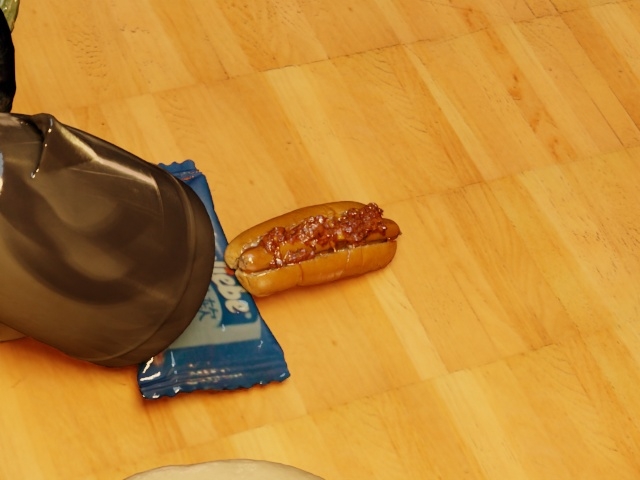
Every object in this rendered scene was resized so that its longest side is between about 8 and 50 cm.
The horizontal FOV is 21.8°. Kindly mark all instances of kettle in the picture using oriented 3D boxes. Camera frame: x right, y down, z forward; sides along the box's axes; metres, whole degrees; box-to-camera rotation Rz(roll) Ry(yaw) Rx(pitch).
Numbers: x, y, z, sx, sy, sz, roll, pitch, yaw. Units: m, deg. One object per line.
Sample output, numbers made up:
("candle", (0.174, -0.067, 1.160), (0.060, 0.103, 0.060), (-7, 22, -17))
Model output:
("kettle", (-0.324, 0.002, 1.705), (0.324, 0.321, 0.228), (31, 33, -51))

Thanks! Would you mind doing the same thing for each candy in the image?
("candy", (-0.169, 0.037, 1.883), (0.187, 0.077, 0.331), (-9, 56, -27))

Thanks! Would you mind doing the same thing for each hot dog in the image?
("hot dog", (0.000, 0.000, 1.917), (0.249, 0.076, 0.102), (-11, 53, -41))

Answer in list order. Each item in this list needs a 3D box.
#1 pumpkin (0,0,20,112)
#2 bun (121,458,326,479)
("pumpkin", (-0.450, -0.212, 1.890), (0.296, 0.296, 0.295), (6, 51, -8))
("bun", (-0.083, 0.377, 1.535), (0.365, 0.219, 0.365), (1, 66, -1))
